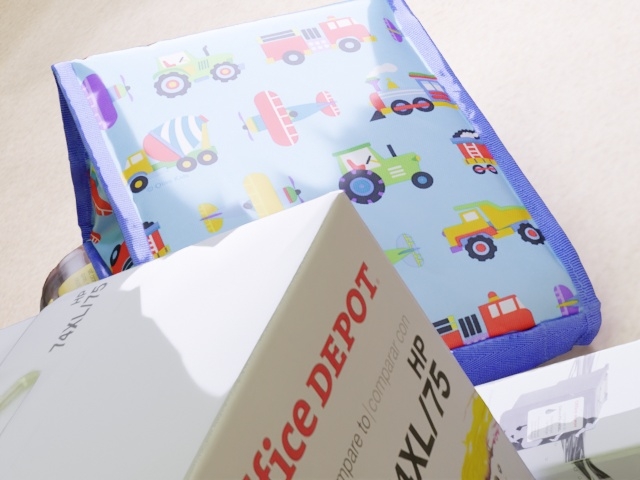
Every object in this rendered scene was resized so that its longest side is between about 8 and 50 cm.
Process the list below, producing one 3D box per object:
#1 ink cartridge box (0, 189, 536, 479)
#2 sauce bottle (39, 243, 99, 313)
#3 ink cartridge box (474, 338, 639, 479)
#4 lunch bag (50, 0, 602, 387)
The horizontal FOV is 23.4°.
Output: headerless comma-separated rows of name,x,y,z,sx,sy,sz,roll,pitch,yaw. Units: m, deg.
ink cartridge box,-0.026,0.163,0.588,0.197,0.270,0.198,-22,24,31
sauce bottle,-0.085,0.118,0.889,0.111,0.111,0.344,-41,34,6
ink cartridge box,0.130,0.105,0.666,0.150,0.109,0.063,-20,36,33
lunch bag,0.000,0.000,0.852,0.221,0.138,0.293,-15,39,-15
